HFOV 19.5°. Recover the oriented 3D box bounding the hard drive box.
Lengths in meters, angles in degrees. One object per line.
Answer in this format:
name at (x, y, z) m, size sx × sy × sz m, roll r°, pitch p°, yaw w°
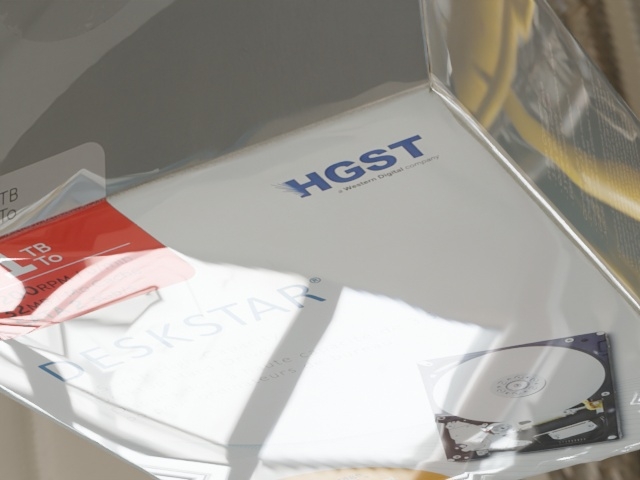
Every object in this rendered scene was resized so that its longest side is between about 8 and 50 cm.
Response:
hard drive box at (0.000, 0.000, 0.562) m, size 0.232 × 0.181 × 0.089 m, roll 39°, pitch -141°, yaw -50°
